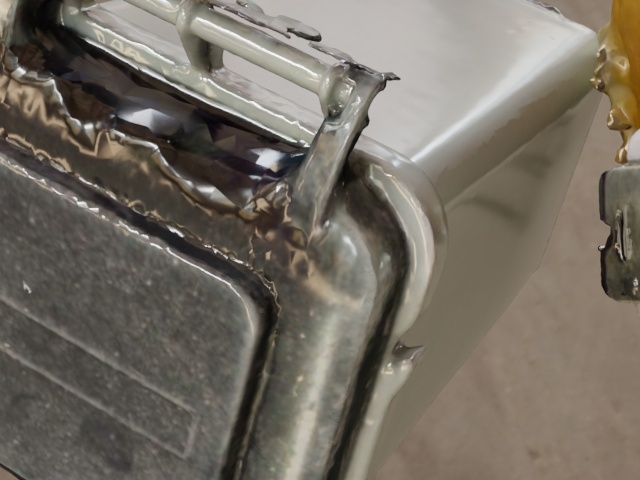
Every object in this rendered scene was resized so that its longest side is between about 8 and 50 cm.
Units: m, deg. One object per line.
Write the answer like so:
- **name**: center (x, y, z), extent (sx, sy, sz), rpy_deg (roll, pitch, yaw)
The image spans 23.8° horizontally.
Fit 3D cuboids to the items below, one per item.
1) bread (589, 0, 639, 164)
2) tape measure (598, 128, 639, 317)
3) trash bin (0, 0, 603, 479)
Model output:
- **bread**: center (0.261, -0.164, 0.749), extent (0.236, 0.389, 0.183), rpy_deg (5, 19, 0)
- **tape measure**: center (0.257, -0.012, 0.571), extent (0.236, 0.197, 0.120), rpy_deg (-4, 91, -26)
- **trash bin**: center (-0.006, -0.032, 0.772), extent (0.256, 0.296, 0.367), rpy_deg (27, 34, 21)
